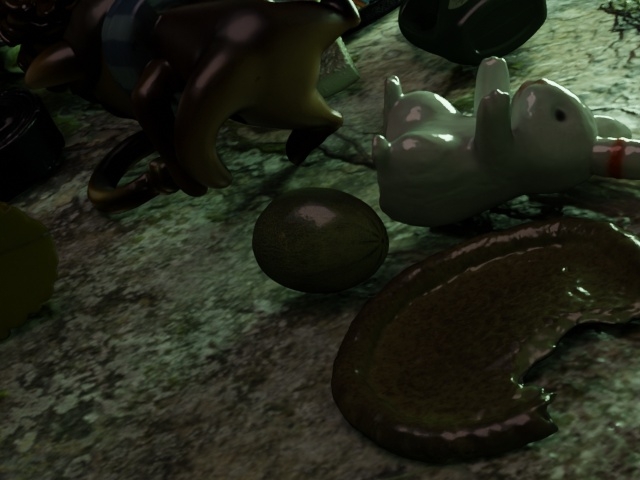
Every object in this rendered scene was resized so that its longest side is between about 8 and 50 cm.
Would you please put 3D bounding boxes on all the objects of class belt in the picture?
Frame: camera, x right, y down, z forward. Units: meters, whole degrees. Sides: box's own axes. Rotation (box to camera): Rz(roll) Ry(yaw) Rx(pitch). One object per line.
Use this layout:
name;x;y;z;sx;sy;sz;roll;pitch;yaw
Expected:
belt;-0.411;-0.103;1.926;0.198;0.078;0.151;-33;38;-9

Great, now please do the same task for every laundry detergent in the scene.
laundry detergent;0.151;-0.268;1.827;0.144;0.078;0.221;-34;31;-13

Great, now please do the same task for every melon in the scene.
melon;0.000;0.000;1.456;0.130;0.098;0.098;1;36;26

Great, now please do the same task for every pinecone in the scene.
pinecone;-0.312;-0.307;2.037;0.224;0.272;0.224;-10;59;16

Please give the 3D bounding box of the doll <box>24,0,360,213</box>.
doll;-0.130;-0.173;1.702;0.339;0.209;0.318;15;75;39

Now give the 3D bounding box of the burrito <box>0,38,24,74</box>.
burrito;-0.479;-0.282;2.293;0.228;0.089;0.144;10;32;40

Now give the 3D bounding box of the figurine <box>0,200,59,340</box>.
figurine;-0.395;-0.024;1.698;0.187;0.168;0.315;-49;30;8

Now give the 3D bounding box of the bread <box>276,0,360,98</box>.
bread;-0.033;-0.225;1.871;0.112;0.036;0.193;-34;47;13

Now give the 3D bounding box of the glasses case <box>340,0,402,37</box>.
glasses case;0.082;-0.344;1.999;0.321;0.082;0.122;-37;36;-20

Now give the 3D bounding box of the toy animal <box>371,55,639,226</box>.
toy animal;0.179;-0.097;1.451;0.282;0.138;0.140;-14;25;13

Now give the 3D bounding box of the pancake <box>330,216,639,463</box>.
pancake;0.143;0.072;1.297;0.288;0.033;0.286;-21;28;2
